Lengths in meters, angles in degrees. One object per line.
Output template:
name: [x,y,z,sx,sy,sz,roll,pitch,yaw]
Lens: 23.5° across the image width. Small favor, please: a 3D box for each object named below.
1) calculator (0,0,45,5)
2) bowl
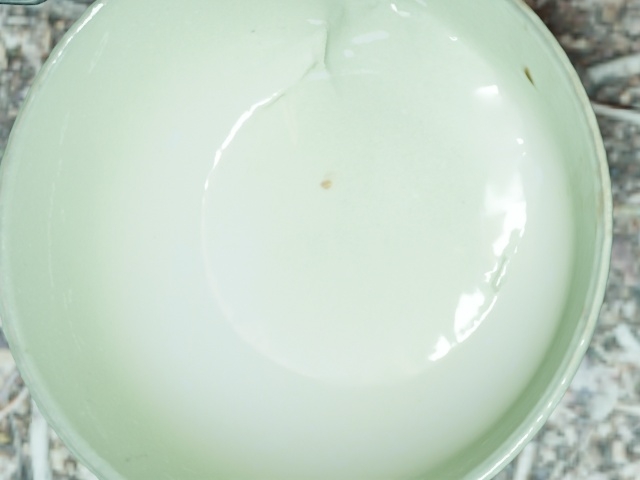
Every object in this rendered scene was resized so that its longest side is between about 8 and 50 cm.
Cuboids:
calculator: [-0.235,-0.231,0.855,0.268,0.040,0.177,23,89,16]
bowl: [0.000,0.000,0.718,0.277,0.145,0.277,-1,85,13]
